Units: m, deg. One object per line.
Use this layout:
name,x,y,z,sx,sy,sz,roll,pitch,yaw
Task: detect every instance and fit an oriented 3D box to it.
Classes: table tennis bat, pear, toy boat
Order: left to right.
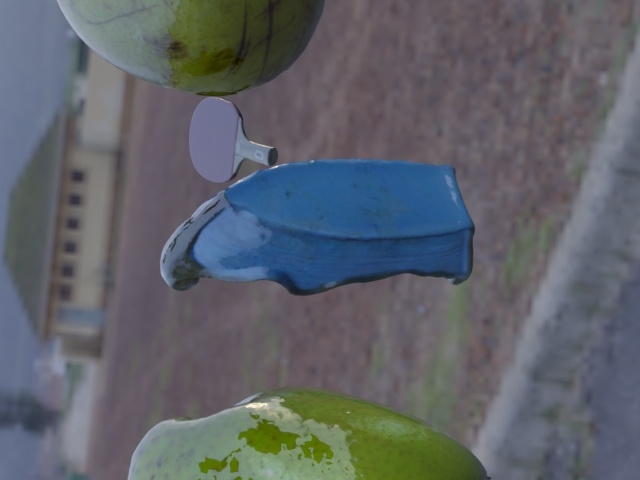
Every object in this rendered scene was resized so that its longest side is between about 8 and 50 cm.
pear,-0.116,-0.274,1.810,0.283,0.283,0.284,-174,90,-83
table tennis bat,-0.091,-0.099,1.986,0.156,0.013,0.087,19,105,53
pear,-0.046,0.282,1.914,0.342,0.318,0.238,-55,-10,3
toy boat,0.000,0.000,1.131,0.077,0.185,0.075,111,149,-45
